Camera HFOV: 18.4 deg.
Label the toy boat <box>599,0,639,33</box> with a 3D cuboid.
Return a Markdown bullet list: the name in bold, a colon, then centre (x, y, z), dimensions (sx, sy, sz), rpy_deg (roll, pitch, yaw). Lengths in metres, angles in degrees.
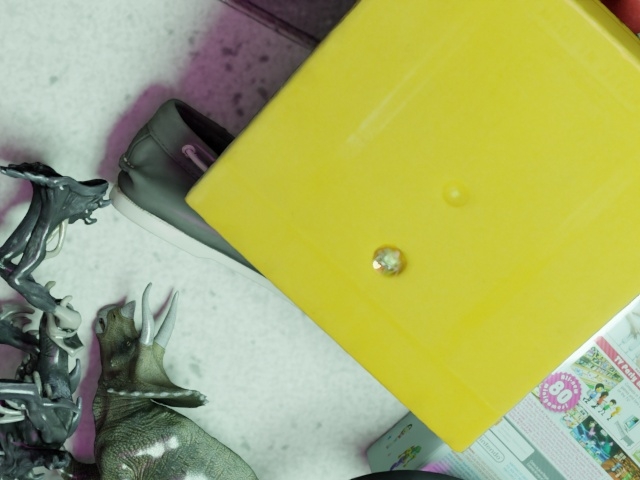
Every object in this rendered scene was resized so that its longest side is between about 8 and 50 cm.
- **toy boat**: centre (0.145, -0.204, 1.412), dimensions (0.231, 0.151, 0.151), rpy_deg (25, 86, -26)

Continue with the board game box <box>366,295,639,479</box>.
- **board game box**: centre (0.225, 0.168, 1.624), dimensions (0.303, 0.097, 0.224), rpy_deg (-41, 107, 8)

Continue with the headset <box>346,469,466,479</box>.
- **headset**: centre (0.037, 0.355, 1.575), dimensions (0.243, 0.185, 0.394), rpy_deg (33, 125, -4)

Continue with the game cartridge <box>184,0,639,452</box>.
- **game cartridge**: centre (0.102, -0.042, 1.398), dimensions (0.285, 0.052, 0.323), rpy_deg (43, 119, -2)

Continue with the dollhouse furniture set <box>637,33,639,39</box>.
- **dollhouse furniture set**: centre (0.350, -0.265, 1.529), dimensions (0.303, 0.198, 0.286), rpy_deg (-27, 87, 33)

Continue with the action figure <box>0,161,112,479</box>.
- **action figure**: centre (-0.244, 0.077, 1.520), dimensions (0.141, 0.164, 0.275), rpy_deg (9, 95, -17)

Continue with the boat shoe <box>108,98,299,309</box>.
- **boat shoe**: centre (0.000, 0.000, 1.544), dimensions (0.335, 0.112, 0.095), rpy_deg (26, 106, -9)

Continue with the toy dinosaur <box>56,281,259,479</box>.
- **toy dinosaur**: centre (-0.114, 0.207, 1.587), dimensions (0.160, 0.121, 0.313), rpy_deg (-31, 103, 17)
